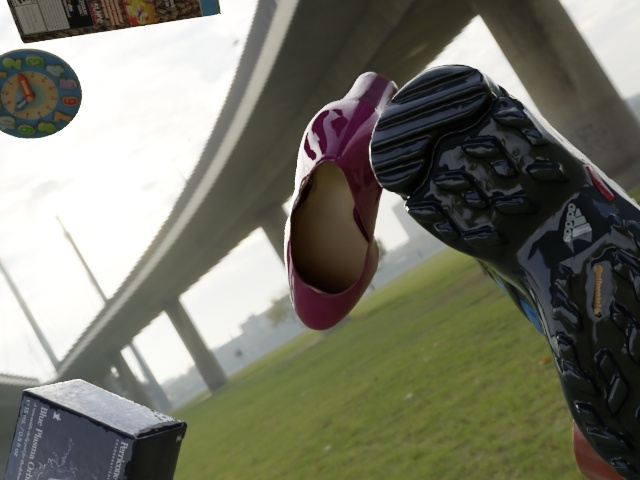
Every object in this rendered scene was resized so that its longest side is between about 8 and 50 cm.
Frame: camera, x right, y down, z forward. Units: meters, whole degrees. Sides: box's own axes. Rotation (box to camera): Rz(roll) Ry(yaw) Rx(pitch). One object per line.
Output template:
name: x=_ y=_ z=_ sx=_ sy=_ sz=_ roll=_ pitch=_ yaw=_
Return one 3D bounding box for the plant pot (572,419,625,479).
plant pot: x=0.481 y=0.243 z=1.095 sx=0.272 sy=0.272 sz=0.265 roll=-28 pitch=26 yaw=-37

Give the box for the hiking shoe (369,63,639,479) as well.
hiking shoe: x=0.162 y=0.020 z=0.495 sx=0.113 sy=0.304 sz=0.132 roll=-41 pitch=-9 yaw=21

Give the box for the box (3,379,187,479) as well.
box: x=-0.244 y=0.249 z=0.935 sx=0.158 sy=0.155 sz=0.093 roll=15 pitch=5 yaw=25

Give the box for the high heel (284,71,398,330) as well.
high heel: x=0.000 y=0.000 z=1.010 sx=0.181 sy=0.127 sz=0.377 roll=-60 pitch=-17 yaw=-50

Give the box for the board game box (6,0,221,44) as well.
board game box: x=-0.303 y=-0.428 z=1.227 sx=0.291 sy=0.141 sz=0.232 roll=-9 pitch=-43 yaw=-4

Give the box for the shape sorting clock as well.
shape sorting clock: x=-0.587 y=-0.293 z=1.782 sx=0.206 sy=0.206 sz=0.040 roll=-31 pitch=40 yaw=8
